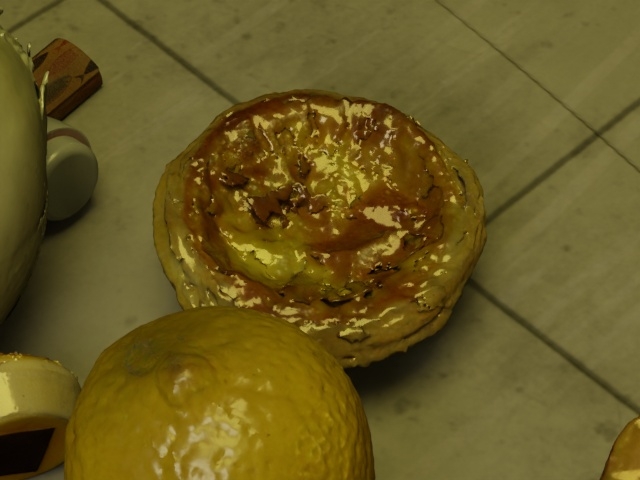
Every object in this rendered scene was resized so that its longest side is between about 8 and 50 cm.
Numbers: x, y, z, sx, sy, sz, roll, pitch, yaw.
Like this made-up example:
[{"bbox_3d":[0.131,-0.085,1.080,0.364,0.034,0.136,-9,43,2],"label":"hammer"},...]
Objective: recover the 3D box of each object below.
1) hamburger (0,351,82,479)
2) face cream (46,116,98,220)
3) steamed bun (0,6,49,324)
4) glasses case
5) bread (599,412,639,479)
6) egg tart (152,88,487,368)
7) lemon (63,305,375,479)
[{"bbox_3d":[-0.255,0.135,1.371,0.141,0.126,0.081,-14,60,-12],"label":"hamburger"},{"bbox_3d":[-0.253,-0.068,1.564,0.095,0.091,0.091,30,57,33],"label":"face cream"},{"bbox_3d":[-0.338,-0.034,1.414,0.233,0.334,0.312,0,62,-28],"label":"steamed bun"},{"bbox_3d":[-0.285,-0.122,1.643,0.064,0.041,0.170,30,57,24],"label":"glasses case"},{"bbox_3d":[0.320,0.221,1.269,0.274,0.149,0.274,-5,53,6],"label":"bread"},{"bbox_3d":[0.000,0.000,1.485,0.290,0.115,0.290,0,52,0],"label":"egg tart"},{"bbox_3d":[-0.072,0.161,1.262,0.228,0.253,0.228,0,37,0],"label":"lemon"}]
